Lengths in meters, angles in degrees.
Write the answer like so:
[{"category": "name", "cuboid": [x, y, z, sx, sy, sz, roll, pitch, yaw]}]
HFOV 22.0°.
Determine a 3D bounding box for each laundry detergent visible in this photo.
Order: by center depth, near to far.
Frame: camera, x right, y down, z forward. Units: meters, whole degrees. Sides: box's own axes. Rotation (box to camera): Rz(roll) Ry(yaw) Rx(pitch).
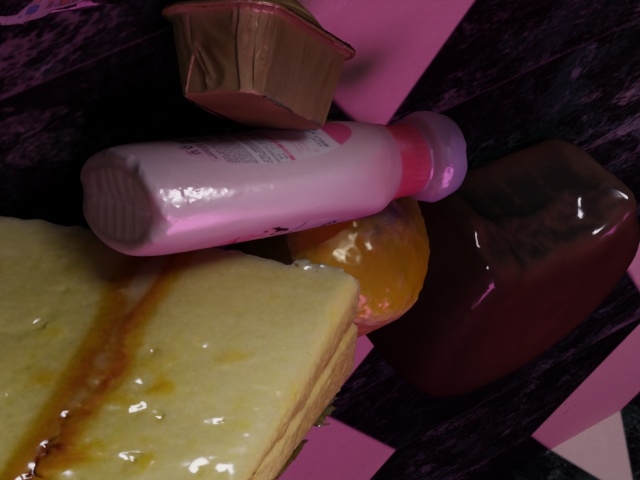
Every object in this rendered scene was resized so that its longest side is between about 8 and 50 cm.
[{"category": "laundry detergent", "cuboid": [-0.025, -0.053, 1.379, 0.335, 0.159, 0.088, -10, 107, -35]}]

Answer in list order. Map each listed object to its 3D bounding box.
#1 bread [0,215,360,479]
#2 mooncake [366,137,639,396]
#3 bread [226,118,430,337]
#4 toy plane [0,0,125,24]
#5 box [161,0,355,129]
[{"category": "bread", "cuboid": [-0.179, 0.157, 1.339, 0.242, 0.345, 0.405, 101, 8, -52]}, {"category": "mooncake", "cuboid": [0.191, 0.022, 1.833, 0.326, 0.174, 0.334, -36, 154, -2]}, {"category": "bread", "cuboid": [0.004, 0.001, 1.546, 0.197, 0.197, 0.170, -6, 158, -49]}, {"category": "toy plane", "cuboid": [-0.207, -0.163, 1.094, 0.197, 0.053, 0.078, -24, 165, -32]}, {"category": "box", "cuboid": [-0.046, -0.147, 1.281, 0.111, 0.111, 0.177, -40, 158, 15]}]
